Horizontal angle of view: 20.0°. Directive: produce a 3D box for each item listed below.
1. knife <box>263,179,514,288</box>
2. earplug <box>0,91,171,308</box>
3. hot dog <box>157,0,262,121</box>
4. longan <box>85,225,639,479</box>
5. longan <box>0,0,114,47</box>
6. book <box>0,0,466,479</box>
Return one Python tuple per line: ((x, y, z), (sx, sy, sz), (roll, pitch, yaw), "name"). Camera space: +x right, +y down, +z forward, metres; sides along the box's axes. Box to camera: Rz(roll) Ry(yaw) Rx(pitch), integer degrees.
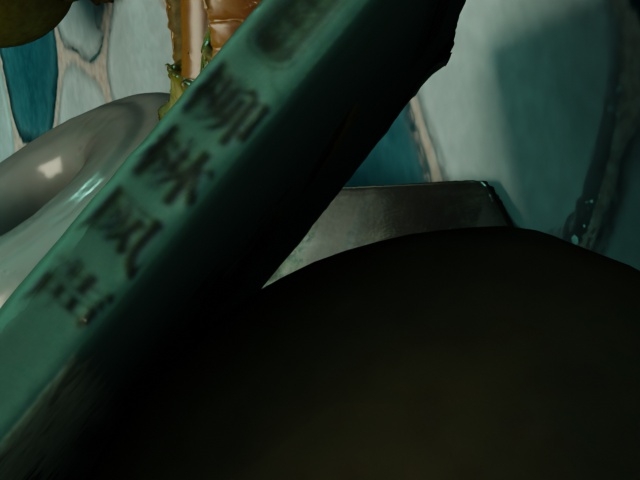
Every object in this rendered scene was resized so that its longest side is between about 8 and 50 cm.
((0.000, 0.000, 0.785), (0.230, 0.028, 0.060), (-1, 67, 45), "knife")
((-0.148, 0.038, 1.045), (0.175, 0.214, 0.325), (38, 147, 3), "earplug")
((-0.043, -0.116, 0.875), (0.109, 0.072, 0.269), (-151, 58, -65), "hot dog")
((0.023, 0.136, 0.565), (0.300, 0.243, 0.300), (-22, 55, 35), "longan")
((-0.204, -0.197, 1.160), (0.145, 0.176, 0.154), (-61, -12, -22), "longan")
((-0.073, 0.044, 0.555), (0.031, 0.379, 0.264), (39, 171, 4), "book")
